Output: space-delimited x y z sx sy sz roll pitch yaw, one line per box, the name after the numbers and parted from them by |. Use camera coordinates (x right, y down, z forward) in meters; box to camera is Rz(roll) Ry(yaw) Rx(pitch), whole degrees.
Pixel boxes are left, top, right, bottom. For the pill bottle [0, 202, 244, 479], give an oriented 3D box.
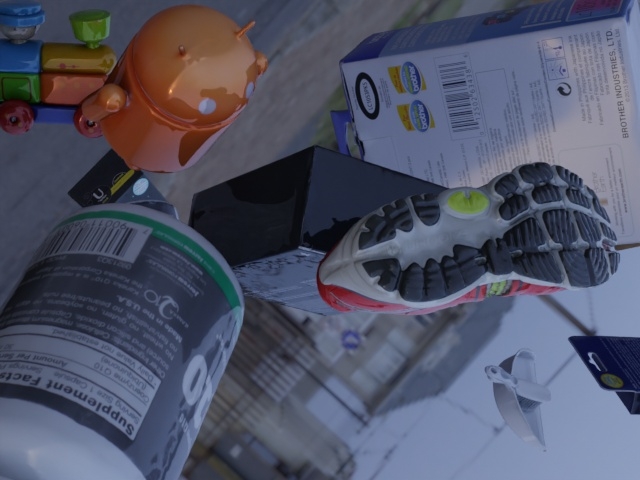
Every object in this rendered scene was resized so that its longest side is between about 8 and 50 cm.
-0.208 0.152 0.988 0.204 0.204 0.361 -49 -166 42 | pill bottle

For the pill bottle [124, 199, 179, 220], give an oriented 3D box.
-0.231 0.079 1.608 0.130 0.246 0.130 -15 163 -5 | pill bottle

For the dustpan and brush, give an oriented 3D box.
0.276 0.209 1.667 0.060 0.211 0.147 -23 -121 37 | dustpan and brush

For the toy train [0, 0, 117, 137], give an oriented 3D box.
-0.254 -0.200 1.357 0.105 0.248 0.143 -92 -176 -64 | toy train

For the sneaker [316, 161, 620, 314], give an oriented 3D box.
0.118 0.006 0.948 0.279 0.107 0.118 -4 165 -31 | sneaker

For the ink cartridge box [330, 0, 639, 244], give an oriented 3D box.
0.192 -0.127 1.407 0.395 0.270 0.151 -7 -159 21 | ink cartridge box

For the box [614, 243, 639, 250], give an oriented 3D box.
0.434 -0.095 1.581 0.021 0.201 0.164 -14 179 -31 | box

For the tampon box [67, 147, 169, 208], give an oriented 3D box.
-0.362 -0.066 2.177 0.120 0.101 0.161 -47 148 -9 | tampon box

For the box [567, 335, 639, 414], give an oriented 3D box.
0.414 0.158 1.391 0.136 0.225 0.036 -107 -158 -66 | box

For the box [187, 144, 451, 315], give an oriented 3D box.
0.000 0.000 1.153 0.261 0.184 0.103 -14 -114 59 | box

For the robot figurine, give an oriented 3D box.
-0.142 -0.146 1.154 0.219 0.158 0.128 -39 -144 54 | robot figurine
